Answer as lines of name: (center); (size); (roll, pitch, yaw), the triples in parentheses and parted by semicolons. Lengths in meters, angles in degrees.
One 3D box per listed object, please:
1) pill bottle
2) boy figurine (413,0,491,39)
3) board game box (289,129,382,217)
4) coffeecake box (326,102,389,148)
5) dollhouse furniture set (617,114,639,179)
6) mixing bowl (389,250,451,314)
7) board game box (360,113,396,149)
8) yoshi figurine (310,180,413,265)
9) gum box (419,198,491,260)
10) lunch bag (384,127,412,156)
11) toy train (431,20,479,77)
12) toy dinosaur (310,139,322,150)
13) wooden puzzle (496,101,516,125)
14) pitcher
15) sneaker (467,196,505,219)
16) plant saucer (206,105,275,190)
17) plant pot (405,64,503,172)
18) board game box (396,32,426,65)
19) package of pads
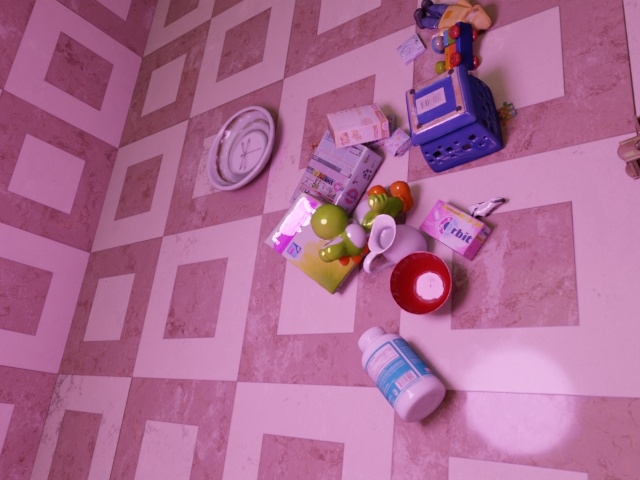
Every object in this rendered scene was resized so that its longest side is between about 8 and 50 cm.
pill bottle: (0.212, 0.360, 1.480); (0.146, 0.146, 0.264); (-50, 47, 11)
boy figurine: (0.453, -0.760, 1.831); (0.177, 0.092, 0.285); (-53, 44, 0)
board game box: (0.048, -0.214, 1.900); (0.224, 0.098, 0.303); (36, 99, 43)
coffeecake box: (0.127, -0.396, 1.833); (0.186, 0.068, 0.142); (-13, 40, -3)
dollhouse furniture set: (0.758, -0.262, 1.281); (0.101, 0.182, 0.160); (-21, 59, 32)
mixing bowl: (0.300, 0.129, 1.533); (0.182, 0.098, 0.181); (-8, 74, 28)
board game box: (0.199, -0.384, 1.915); (0.154, 0.026, 0.103); (-13, 63, 35)
yoshi figurine: (0.108, -0.082, 1.623); (0.203, 0.203, 0.362); (34, 53, 24)
gum box: (0.391, -0.035, 1.568); (0.188, 0.062, 0.107); (38, 96, 43)
lunch bag: (0.266, -0.331, 1.818); (0.083, 0.053, 0.071); (-41, 51, 6)
toy train: (0.440, -0.580, 1.769); (0.143, 0.105, 0.247); (1, 94, 57)
toy dinosaur: (0.029, -0.356, 2.035); (0.112, 0.064, 0.211); (29, 100, 26)
wooden puzzle: (0.567, -0.389, 1.622); (0.049, 0.006, 0.083); (-26, 56, 29)
pitcher: (0.218, 0.031, 1.582); (0.125, 0.207, 0.177); (33, 98, 41)
sneaker: (0.484, -0.094, 1.541); (0.109, 0.040, 0.043); (-23, 74, 35)
plant saucer: (-0.325, -0.385, 2.306); (0.401, 0.101, 0.400); (-18, 61, 34)
plant pot: (0.391, -0.375, 1.619); (0.236, 0.212, 0.235); (-19, 61, 33)
board game box: (0.332, -0.702, 1.953); (0.090, 0.020, 0.090); (-34, 52, 24)
package of pads: (0.000, 0.000, 1.766); (0.297, 0.101, 0.229); (38, 99, 5)
